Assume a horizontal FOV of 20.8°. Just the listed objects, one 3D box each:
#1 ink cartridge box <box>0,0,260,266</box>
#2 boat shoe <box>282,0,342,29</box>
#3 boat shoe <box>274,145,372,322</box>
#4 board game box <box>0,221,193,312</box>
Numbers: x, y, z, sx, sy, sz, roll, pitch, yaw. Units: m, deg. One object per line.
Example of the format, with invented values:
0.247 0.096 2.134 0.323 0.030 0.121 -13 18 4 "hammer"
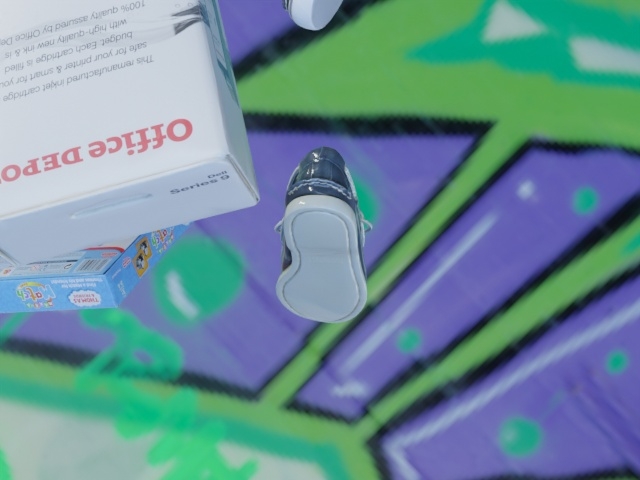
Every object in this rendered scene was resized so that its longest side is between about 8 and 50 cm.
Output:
-0.183 -0.147 1.357 0.121 0.211 0.289 59 -163 -70 "ink cartridge box"
-0.002 -0.279 1.395 0.076 0.228 0.080 12 172 17 "boat shoe"
0.000 0.000 1.686 0.095 0.079 0.254 3 151 7 "boat shoe"
-0.206 -0.005 1.593 0.160 0.211 0.039 -4 119 29 "board game box"
